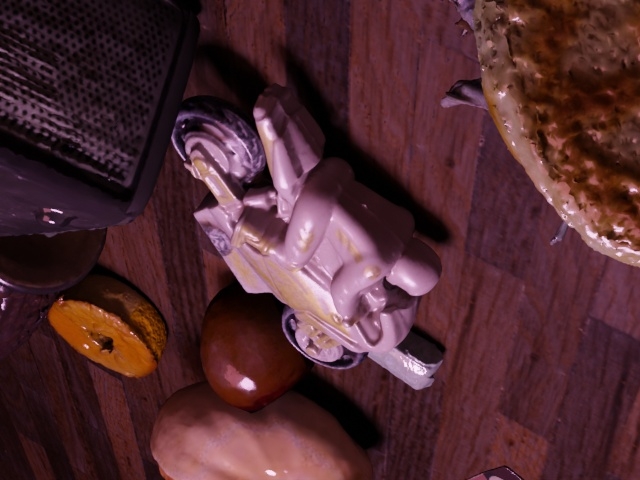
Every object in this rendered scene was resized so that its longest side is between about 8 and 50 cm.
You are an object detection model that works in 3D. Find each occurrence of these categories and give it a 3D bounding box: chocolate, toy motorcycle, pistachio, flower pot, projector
[{"bbox_3d":[-0.079,0.114,1.593,0.124,0.127,0.133,-36,92,30],"label":"chocolate"},{"bbox_3d":[0.000,0.000,1.306,0.223,0.108,0.341,0,133,40],"label":"toy motorcycle"},{"bbox_3d":[-0.077,0.274,1.708,0.309,0.230,0.230,1,135,53],"label":"pistachio"},{"bbox_3d":[-0.388,0.000,1.616,0.266,0.266,0.267,46,141,-15],"label":"flower pot"},{"bbox_3d":[-0.376,-0.159,1.226,0.405,0.242,0.395,27,159,-38],"label":"projector"}]

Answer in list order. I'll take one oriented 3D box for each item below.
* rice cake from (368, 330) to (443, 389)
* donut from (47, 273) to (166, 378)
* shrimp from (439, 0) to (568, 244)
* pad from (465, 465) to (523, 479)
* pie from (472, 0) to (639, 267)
[{"bbox_3d":[0.016,0.070,1.459,0.245,0.042,0.045,33,140,10],"label":"rice cake"},{"bbox_3d":[-0.265,0.105,1.820,0.162,0.065,0.178,40,152,-15],"label":"donut"},{"bbox_3d":[0.163,-0.100,0.899,0.372,0.172,0.137,18,152,18],"label":"shrimp"},{"bbox_3d":[0.262,0.342,1.623,0.235,0.003,0.158,40,152,-3],"label":"pad"},{"bbox_3d":[0.224,-0.117,0.777,0.302,0.067,0.302,5,109,16],"label":"pie"}]
